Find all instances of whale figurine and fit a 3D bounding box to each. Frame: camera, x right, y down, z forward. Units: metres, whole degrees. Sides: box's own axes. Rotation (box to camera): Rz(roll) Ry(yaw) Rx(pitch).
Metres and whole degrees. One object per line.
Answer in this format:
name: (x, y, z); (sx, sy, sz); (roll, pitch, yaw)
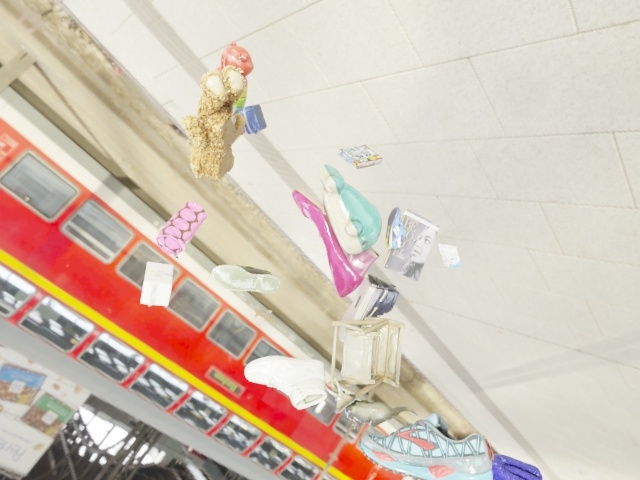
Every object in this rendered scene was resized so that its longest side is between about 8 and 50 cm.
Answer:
whale figurine: (0.084, -0.092, 1.270); (0.216, 0.141, 0.272); (-115, 2, -54)

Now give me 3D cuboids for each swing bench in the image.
swing bench: (0.179, 0.436, 1.761); (0.254, 0.253, 0.165); (2, -175, -42)

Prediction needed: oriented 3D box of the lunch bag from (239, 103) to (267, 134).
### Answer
lunch bag: (-0.232, -0.410, 1.575); (0.065, 0.067, 0.098); (-10, 108, 22)

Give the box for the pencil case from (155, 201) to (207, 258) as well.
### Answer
pencil case: (-0.444, -0.042, 1.502); (0.098, 0.209, 0.095); (1, 129, 15)

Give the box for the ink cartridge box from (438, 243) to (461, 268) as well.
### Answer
ink cartridge box: (0.399, 0.042, 1.425); (0.048, 0.028, 0.083); (18, 137, 56)

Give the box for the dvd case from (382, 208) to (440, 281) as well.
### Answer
dvd case: (0.326, 0.019, 1.645); (0.164, 0.221, 0.018); (24, 177, -27)

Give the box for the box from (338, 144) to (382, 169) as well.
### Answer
box: (0.141, -0.293, 1.610); (0.094, 0.137, 0.027); (45, 132, 25)

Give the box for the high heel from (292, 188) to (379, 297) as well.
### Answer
high heel: (0.000, 0.000, 1.464); (0.377, 0.181, 0.127); (45, -167, 26)

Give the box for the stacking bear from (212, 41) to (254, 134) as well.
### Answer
stacking bear: (-0.323, -0.548, 1.638); (0.175, 0.164, 0.289); (57, 134, 34)

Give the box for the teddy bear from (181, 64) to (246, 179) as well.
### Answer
teddy bear: (-0.311, -0.347, 1.352); (0.113, 0.245, 0.338); (24, 143, 10)

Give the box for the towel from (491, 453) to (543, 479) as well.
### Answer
towel: (0.448, 0.681, 1.334); (0.227, 0.076, 0.308); (28, 142, -28)

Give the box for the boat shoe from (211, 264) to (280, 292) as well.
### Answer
boat shoe: (-0.246, 0.121, 1.496); (0.227, 0.081, 0.068); (15, -171, -25)

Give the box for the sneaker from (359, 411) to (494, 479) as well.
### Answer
sneaker: (0.201, 0.393, 0.886); (0.262, 0.125, 0.104); (1, 156, 33)

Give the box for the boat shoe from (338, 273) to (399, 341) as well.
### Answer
boat shoe: (0.211, 0.314, 1.988); (0.158, 0.340, 0.127); (17, -153, -17)

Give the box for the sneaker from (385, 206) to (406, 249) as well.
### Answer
sneaker: (0.251, -0.040, 1.512); (0.059, 0.144, 0.053); (3, -161, -8)

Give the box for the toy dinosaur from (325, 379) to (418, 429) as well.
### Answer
toy dinosaur: (0.169, 0.590, 1.575); (0.313, 0.121, 0.160); (12, 155, 18)

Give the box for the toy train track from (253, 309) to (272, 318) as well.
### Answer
toy train track: (-0.206, 0.264, 1.642); (0.048, 0.014, 0.083); (32, -155, 31)

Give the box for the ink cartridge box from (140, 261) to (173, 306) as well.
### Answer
ink cartridge box: (-0.552, 0.152, 1.559); (0.090, 0.092, 0.143); (9, -153, -20)

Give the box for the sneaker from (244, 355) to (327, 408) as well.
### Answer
sneaker: (-0.120, 0.501, 1.616); (0.292, 0.169, 0.108); (1, 122, -9)

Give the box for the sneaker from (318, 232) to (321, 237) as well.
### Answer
sneaker: (0.015, -0.049, 1.863); (0.037, 0.083, 0.032); (2, -173, -38)
